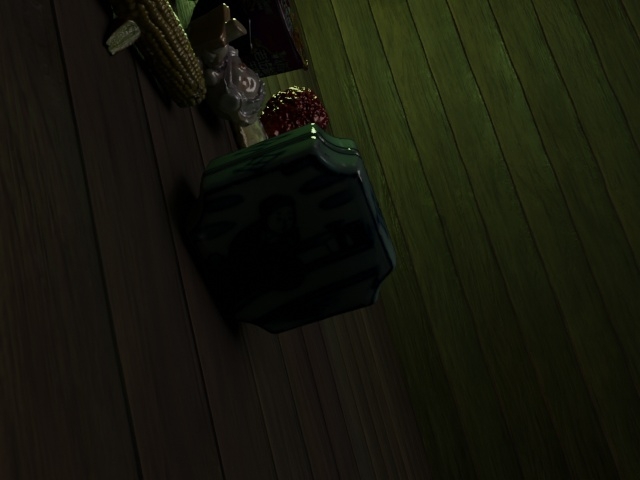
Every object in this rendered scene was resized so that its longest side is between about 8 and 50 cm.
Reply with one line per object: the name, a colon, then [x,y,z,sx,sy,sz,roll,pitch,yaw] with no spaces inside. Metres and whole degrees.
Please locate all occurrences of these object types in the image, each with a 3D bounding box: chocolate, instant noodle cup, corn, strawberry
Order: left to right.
corn: [-0.255,-0.326,0.944,0.086,0.087,0.288,-98,169,-45]
chocolate: [-0.203,-0.437,1.301,0.148,0.125,0.080,61,8,-13]
instant noodle cup: [-0.158,-0.478,1.442,0.251,0.190,0.251,-17,90,-81]
strawberry: [-0.085,-0.298,1.632,0.201,0.187,0.184,-39,129,-44]

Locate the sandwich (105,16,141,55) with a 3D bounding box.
sandwich: [-0.275,-0.292,0.885,0.083,0.044,0.031,-101,164,-47]

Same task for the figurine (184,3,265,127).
figurine: [-0.173,-0.318,1.209,0.236,0.141,0.162,62,18,-47]

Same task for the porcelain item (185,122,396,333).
porcelain item: [-0.042,-0.011,0.974,0.157,0.282,0.285,-94,165,-63]

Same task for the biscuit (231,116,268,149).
biscuit: [-0.156,-0.234,1.463,0.188,0.040,0.265,-51,123,-76]
